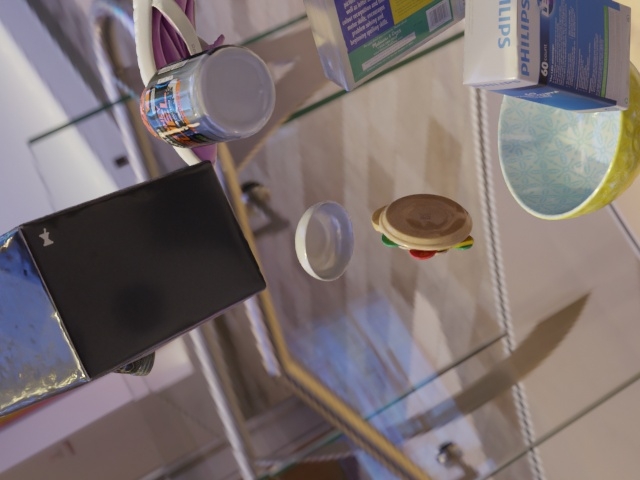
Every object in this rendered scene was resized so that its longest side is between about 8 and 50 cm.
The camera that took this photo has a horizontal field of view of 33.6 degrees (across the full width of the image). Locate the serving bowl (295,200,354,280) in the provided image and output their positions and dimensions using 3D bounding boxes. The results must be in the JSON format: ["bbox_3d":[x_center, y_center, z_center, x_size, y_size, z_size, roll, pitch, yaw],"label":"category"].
[{"bbox_3d":[0.000,0.000,1.103,0.027,0.083,0.083,2,123,39],"label":"serving bowl"}]

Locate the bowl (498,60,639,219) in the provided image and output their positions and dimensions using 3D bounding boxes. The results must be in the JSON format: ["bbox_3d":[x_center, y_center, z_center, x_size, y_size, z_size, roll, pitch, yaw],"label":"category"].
[{"bbox_3d":[0.422,-0.172,1.640,0.289,0.156,0.289,-6,83,63],"label":"bowl"}]

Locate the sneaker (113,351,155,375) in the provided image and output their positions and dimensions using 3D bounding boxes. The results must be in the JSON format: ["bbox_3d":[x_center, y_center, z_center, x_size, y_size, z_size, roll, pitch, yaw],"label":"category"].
[{"bbox_3d":[-0.380,0.146,1.791,0.227,0.130,0.087,48,121,43],"label":"sneaker"}]

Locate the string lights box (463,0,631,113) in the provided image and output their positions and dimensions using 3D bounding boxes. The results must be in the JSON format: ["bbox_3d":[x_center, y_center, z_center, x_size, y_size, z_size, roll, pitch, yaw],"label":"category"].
[{"bbox_3d":[0.277,-0.235,1.267,0.077,0.260,0.133,1,88,43],"label":"string lights box"}]

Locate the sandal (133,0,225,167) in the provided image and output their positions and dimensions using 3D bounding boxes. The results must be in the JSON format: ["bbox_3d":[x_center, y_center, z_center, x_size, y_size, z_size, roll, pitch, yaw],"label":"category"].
[{"bbox_3d":[-0.201,-0.305,1.599,0.169,0.102,0.416,28,-135,-60],"label":"sandal"}]

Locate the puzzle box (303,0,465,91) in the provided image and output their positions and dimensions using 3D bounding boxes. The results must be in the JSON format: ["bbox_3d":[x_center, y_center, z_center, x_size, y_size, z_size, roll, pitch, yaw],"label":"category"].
[{"bbox_3d":[0.144,-0.383,1.201,0.052,0.409,0.272,40,157,42],"label":"puzzle box"}]

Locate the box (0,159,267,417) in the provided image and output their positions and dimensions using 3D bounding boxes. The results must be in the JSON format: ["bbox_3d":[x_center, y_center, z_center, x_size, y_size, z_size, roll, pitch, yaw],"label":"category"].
[{"bbox_3d":[-0.277,0.066,1.227,0.294,0.296,0.182,-24,91,40],"label":"box"}]

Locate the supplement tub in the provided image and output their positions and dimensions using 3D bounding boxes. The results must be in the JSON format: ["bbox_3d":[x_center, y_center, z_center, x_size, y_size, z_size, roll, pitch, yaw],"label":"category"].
[{"bbox_3d":[-0.151,-0.179,1.352,0.190,0.117,0.117,-3,115,57],"label":"supplement tub"}]

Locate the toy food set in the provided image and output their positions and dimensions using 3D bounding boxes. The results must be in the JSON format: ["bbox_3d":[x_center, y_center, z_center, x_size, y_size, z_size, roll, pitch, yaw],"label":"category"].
[{"bbox_3d":[0.089,-0.013,0.911,0.082,0.083,0.020,-118,22,-52],"label":"toy food set"}]
